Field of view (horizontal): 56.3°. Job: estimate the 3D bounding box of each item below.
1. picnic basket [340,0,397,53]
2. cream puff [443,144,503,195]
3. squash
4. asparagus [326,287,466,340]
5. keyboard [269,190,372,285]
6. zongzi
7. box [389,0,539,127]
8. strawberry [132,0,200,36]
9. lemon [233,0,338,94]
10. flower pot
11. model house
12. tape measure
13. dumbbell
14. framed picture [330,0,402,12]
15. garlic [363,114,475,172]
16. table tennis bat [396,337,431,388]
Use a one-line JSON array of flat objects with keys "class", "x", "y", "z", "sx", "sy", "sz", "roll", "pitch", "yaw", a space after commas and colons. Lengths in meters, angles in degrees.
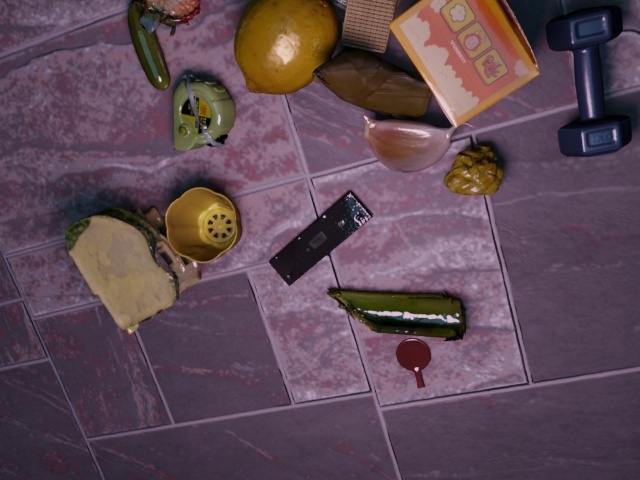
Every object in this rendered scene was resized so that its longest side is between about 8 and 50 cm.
[{"class": "picnic basket", "x": 0.114, "y": -0.525, "z": 1.377, "sx": 0.115, "sy": 0.079, "sz": 0.164, "roll": 13, "pitch": 141, "yaw": 1}, {"class": "cream puff", "x": 0.377, "y": -0.173, "z": 1.455, "sx": 0.146, "sy": 0.146, "sz": 0.116, "roll": 7, "pitch": 107, "yaw": 9}, {"class": "squash", "x": -0.452, "y": -0.513, "z": 1.551, "sx": 0.066, "sy": 0.066, "sz": 0.252, "roll": -13, "pitch": 103, "yaw": 15}, {"class": "asparagus", "x": 0.202, "y": 0.198, "z": 1.625, "sx": 0.382, "sy": 0.108, "sz": 0.128, "roll": 3, "pitch": 109, "yaw": 12}, {"class": "keyboard", "x": 0.000, "y": 0.000, "z": 1.643, "sx": 0.317, "sy": 0.027, "sz": 0.106, "roll": -40, "pitch": 93, "yaw": 19}, {"class": "zongzi", "x": 0.127, "y": -0.346, "z": 1.367, "sx": 0.260, "sy": 0.289, "sz": 0.123, "roll": 25, "pitch": 113, "yaw": 2}, {"class": "box", "x": 0.314, "y": -0.424, "z": 1.308, "sx": 0.214, "sy": 0.283, "sz": 0.259, "roll": -33, "pitch": 99, "yaw": 20}, {"class": "strawberry", "x": -0.378, "y": -0.644, "z": 1.479, "sx": 0.188, "sy": 0.106, "sz": 0.286, "roll": 16, "pitch": 97, "yaw": -18}, {"class": "lemon", "x": -0.080, "y": -0.472, "z": 1.401, "sx": 0.263, "sy": 0.236, "sz": 0.236, "roll": -19, "pitch": 103, "yaw": 23}, {"class": "flower pot", "x": -0.295, "y": -0.040, "z": 1.597, "sx": 0.195, "sy": 0.179, "sz": 0.195, "roll": 0, "pitch": 90, "yaw": 5}, {"class": "model house", "x": -0.467, "y": 0.035, "z": 1.613, "sx": 0.261, "sy": 0.266, "sz": 0.321, "roll": -26, "pitch": 99, "yaw": 25}, {"class": "tape measure", "x": -0.305, "y": -0.331, "z": 1.560, "sx": 0.175, "sy": 0.106, "sz": 0.200, "roll": 9, "pitch": 107, "yaw": 23}, {"class": "dumbbell", "x": 0.606, "y": -0.354, "z": 1.348, "sx": 0.144, "sy": 0.160, "sz": 0.325, "roll": -18, "pitch": 105, "yaw": -16}, {"class": "framed picture", "x": 0.110, "y": -0.632, "z": 1.329, "sx": 0.232, "sy": 0.019, "sz": 0.296, "roll": 23, "pitch": 139, "yaw": -10}, {"class": "garlic", "x": 0.243, "y": -0.234, "z": 1.453, "sx": 0.266, "sy": 0.148, "sz": 0.128, "roll": -1, "pitch": 87, "yaw": 18}, {"class": "table tennis bat", "x": 0.271, "y": 0.350, "z": 1.704, "sx": 0.098, "sy": 0.019, "sz": 0.155, "roll": -12, "pitch": 102, "yaw": 14}]
